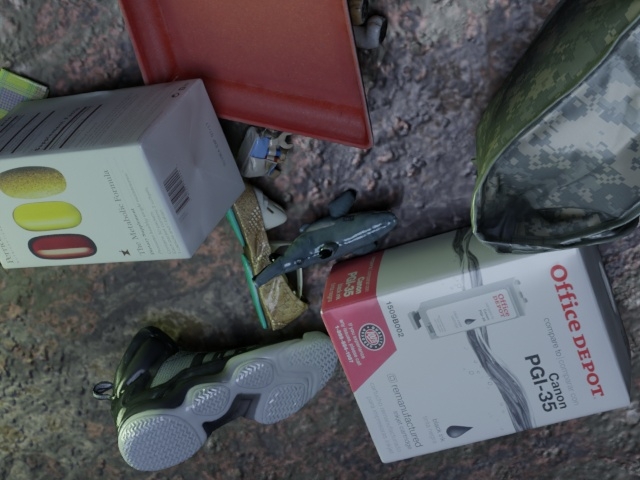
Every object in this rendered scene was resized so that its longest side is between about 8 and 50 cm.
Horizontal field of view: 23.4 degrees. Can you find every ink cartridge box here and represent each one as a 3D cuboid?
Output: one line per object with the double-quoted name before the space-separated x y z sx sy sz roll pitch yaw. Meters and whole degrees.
"ink cartridge box" 0.170 0.097 1.654 0.283 0.117 0.207 -16 111 16

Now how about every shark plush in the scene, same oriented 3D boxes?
"shark plush" 0.000 0.000 1.640 0.161 0.067 0.073 -15 108 -13

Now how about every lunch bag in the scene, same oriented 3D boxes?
"lunch bag" 0.259 -0.121 1.473 0.169 0.235 0.287 40 114 -13

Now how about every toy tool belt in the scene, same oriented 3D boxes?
"toy tool belt" -0.054 -0.102 1.642 0.051 0.052 0.083 7 124 -29

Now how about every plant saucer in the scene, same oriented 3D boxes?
"plant saucer" -0.073 -0.215 1.486 0.258 0.047 0.259 14 143 23

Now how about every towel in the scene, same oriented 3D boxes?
"towel" -0.333 -0.142 1.684 0.060 0.009 0.083 22 115 -1

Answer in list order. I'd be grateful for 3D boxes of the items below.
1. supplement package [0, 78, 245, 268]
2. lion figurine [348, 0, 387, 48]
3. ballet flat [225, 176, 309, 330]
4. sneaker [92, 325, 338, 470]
"supplement package" -0.227 -0.065 1.591 0.244 0.134 0.139 -4 122 31
"lion figurine" -0.057 -0.321 1.488 0.240 0.142 0.392 11 121 13
"ballet flat" -0.062 -0.001 1.683 0.067 0.073 0.206 -21 116 -6
"sneaker" -0.123 0.144 1.733 0.269 0.153 0.101 -24 132 -18
